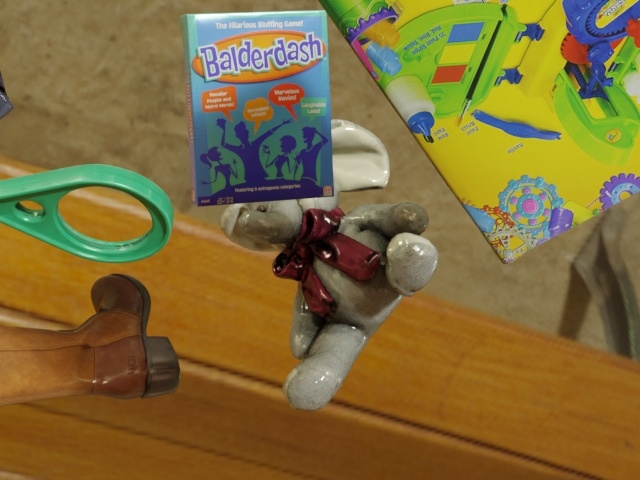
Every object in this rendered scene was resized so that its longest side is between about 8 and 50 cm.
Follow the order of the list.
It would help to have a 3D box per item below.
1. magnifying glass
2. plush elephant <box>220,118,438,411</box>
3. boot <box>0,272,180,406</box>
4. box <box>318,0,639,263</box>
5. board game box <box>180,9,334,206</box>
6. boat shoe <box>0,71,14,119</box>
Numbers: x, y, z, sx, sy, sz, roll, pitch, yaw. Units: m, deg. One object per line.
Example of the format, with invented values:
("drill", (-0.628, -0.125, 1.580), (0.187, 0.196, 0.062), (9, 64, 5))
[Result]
("magnifying glass", (-0.225, -0.028, 0.874), (0.230, 0.026, 0.092), (7, 139, -6))
("plush elephant", (0.000, 0.000, 1.517), (0.255, 0.330, 0.272), (37, 115, -1))
("boot", (-0.362, 0.134, 1.580), (0.280, 0.264, 0.096), (-1, 128, -29))
("box", (0.181, -0.188, 0.809), (0.290, 0.177, 0.279), (-30, 103, 26))
("board game box", (-0.069, -0.149, 1.306), (0.160, 0.047, 0.210), (-6, 99, -16))
("boat shoe", (-0.554, -0.146, 1.496), (0.340, 0.127, 0.158), (-30, 145, -3))
